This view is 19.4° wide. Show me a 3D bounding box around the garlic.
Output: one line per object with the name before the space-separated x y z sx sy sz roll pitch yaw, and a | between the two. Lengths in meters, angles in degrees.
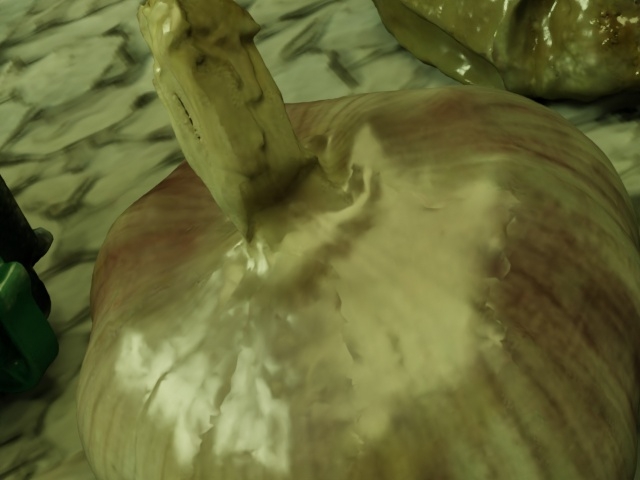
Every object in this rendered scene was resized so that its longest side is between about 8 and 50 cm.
garlic | 0.000 0.000 0.733 0.245 0.253 0.245 -17 36 12

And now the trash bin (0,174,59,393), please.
trash bin | -0.310 0.059 0.754 0.259 0.295 0.381 7 52 26

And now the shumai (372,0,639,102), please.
shumai | 0.158 -0.246 0.930 0.314 0.262 0.267 -23 43 -8
